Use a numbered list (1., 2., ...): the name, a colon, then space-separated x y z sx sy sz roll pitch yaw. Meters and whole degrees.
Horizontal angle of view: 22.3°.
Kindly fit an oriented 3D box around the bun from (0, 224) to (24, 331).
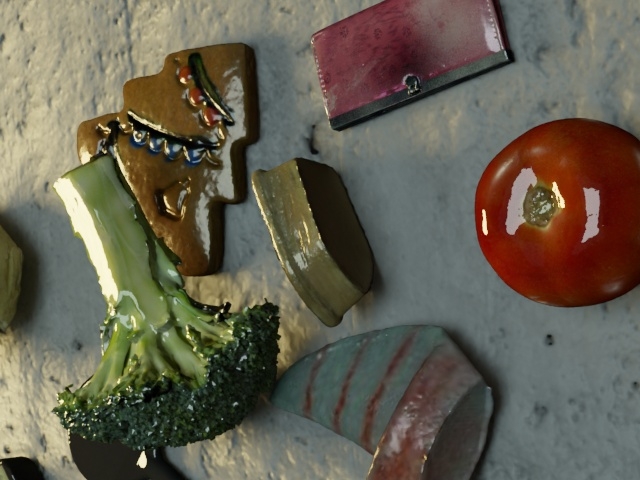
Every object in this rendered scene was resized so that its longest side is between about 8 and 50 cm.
1. bun: -0.468 0.064 2.103 0.210 0.116 0.237 -10 67 37

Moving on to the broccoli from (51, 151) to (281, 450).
1. broccoli: -0.218 0.079 1.857 0.361 0.221 0.252 45 114 29

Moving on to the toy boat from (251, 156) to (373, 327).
1. toy boat: 0.000 0.000 1.777 0.061 0.116 0.188 -30 70 23

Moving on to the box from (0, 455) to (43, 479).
1. box: -0.375 0.465 2.052 0.211 0.058 0.350 -41 66 24

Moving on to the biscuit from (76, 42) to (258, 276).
1. biscuit: -0.175 -0.117 1.948 0.278 0.043 0.301 42 110 29

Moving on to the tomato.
1. tomato: 0.249 -0.027 1.589 0.195 0.136 0.195 -3 85 38

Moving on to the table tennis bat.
1. table tennis bat: -0.228 0.253 1.977 0.236 0.027 0.150 35 107 33

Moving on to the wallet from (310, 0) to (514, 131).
1. wallet: 0.096 -0.212 1.774 0.232 0.025 0.119 -20 76 32

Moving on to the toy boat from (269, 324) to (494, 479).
1. toy boat: 0.053 0.173 1.763 0.282 0.096 0.206 20 95 47
